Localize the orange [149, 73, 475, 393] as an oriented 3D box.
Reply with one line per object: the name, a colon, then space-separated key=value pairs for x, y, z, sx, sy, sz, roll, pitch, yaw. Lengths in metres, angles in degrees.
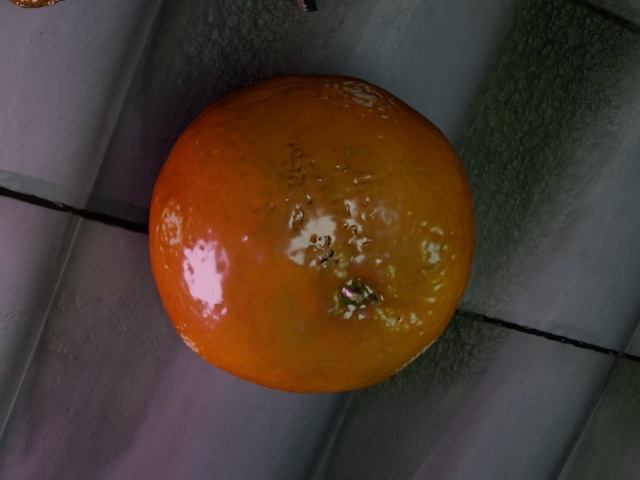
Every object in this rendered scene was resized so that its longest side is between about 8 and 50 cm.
orange: x=0.000 y=0.000 z=1.369 sx=0.424 sy=0.326 sz=0.423 roll=-9 pitch=115 yaw=-21

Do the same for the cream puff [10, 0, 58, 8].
cream puff: x=-0.305 y=-0.334 z=1.194 sx=0.150 sy=0.115 sz=0.165 roll=-14 pitch=117 yaw=-24

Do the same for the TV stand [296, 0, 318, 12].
TV stand: x=-0.050 y=-0.396 z=1.335 sx=0.042 sy=0.036 sz=0.249 roll=-25 pitch=121 yaw=-13
